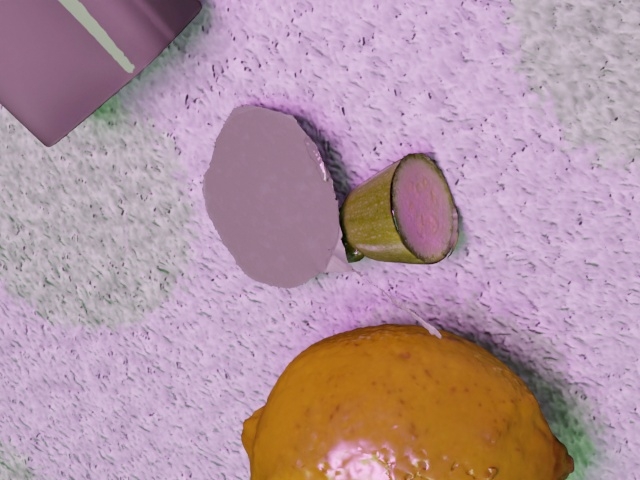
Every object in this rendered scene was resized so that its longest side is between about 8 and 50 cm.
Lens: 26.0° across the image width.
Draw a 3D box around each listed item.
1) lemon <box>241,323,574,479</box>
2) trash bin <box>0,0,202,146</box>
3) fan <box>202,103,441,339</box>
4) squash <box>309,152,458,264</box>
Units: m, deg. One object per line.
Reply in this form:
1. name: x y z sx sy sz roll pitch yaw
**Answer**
1. lemon: 0.077 0.204 1.278 0.310 0.253 0.253 3 112 12
2. trash bin: -0.257 -0.237 1.234 0.219 0.220 0.250 -34 105 28
3. fan: 0.001 0.000 1.283 0.310 0.010 0.182 40 128 27
4. squash: 0.049 -0.018 1.297 0.132 0.105 0.105 -14 107 39
